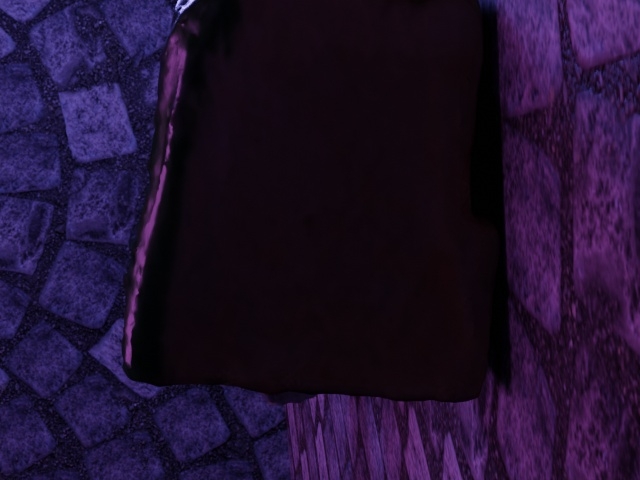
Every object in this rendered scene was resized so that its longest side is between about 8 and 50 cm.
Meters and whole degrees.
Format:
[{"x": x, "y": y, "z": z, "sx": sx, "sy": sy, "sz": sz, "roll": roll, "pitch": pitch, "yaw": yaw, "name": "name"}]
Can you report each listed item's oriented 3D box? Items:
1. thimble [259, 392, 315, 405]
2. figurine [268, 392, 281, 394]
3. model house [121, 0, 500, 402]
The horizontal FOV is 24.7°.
[{"x": -0.052, "y": 0.144, "z": 2.362, "sx": 0.172, "sy": 0.205, "sz": 0.250, "roll": -123, "pitch": 44, "yaw": -64, "name": "thimble"}, {"x": 0.013, "y": 0.116, "z": 2.009, "sx": 0.226, "sy": 0.183, "sz": 0.160, "roll": 157, "pitch": 99, "yaw": -70, "name": "figurine"}, {"x": -0.016, "y": -0.067, "z": 1.395, "sx": 0.342, "sy": 0.335, "sz": 0.382, "roll": -129, "pitch": 45, "yaw": -75, "name": "model house"}]
